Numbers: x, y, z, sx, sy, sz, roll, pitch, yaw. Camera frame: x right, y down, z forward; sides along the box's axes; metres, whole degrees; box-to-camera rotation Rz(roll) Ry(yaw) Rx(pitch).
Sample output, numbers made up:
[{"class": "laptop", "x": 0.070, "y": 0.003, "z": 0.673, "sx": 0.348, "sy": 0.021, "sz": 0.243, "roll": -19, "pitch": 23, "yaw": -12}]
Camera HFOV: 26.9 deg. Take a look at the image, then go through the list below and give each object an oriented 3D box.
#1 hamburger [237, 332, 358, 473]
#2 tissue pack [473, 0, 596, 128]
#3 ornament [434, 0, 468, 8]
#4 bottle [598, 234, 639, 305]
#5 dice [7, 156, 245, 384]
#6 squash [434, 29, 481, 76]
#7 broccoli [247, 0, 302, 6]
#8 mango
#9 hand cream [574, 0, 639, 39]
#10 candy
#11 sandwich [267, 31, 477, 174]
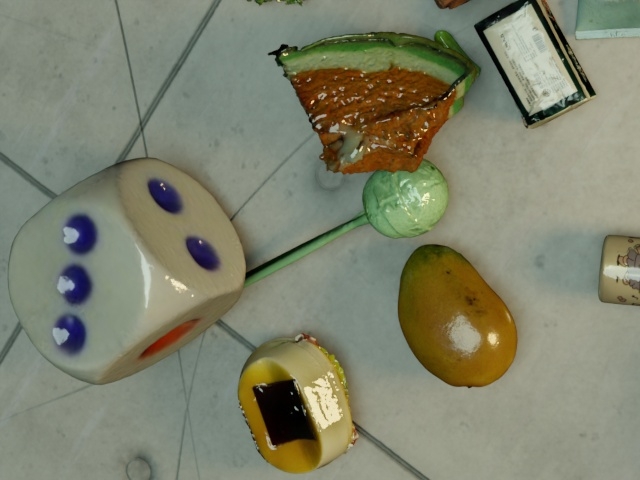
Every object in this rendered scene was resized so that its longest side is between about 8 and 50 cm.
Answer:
[{"class": "hamburger", "x": -0.036, "y": 0.251, "z": 2.044, "sx": 0.173, "sy": 0.116, "sz": 0.210, "roll": -21, "pitch": 95, "yaw": 27}, {"class": "tissue pack", "x": 0.302, "y": -0.251, "z": 1.880, "sx": 0.103, "sy": 0.090, "sz": 0.170, "roll": -27, "pitch": 87, "yaw": 18}, {"class": "ornament", "x": 0.191, "y": -0.452, "z": 1.831, "sx": 0.235, "sy": 0.221, "sz": 0.217, "roll": -31, "pitch": 91, "yaw": -8}, {"class": "bottle", "x": 0.496, "y": 0.054, "z": 1.861, "sx": 0.209, "sy": 0.097, "sz": 0.110, "roll": 6, "pitch": 137, "yaw": 16}, {"class": "dice", "x": -0.290, "y": 0.046, "z": 2.010, "sx": 0.259, "sy": 0.243, "sz": 0.251, "roll": -39, "pitch": 78, "yaw": 28}, {"class": "squash", "x": 0.198, "y": -0.269, "z": 1.943, "sx": 0.027, "sy": 0.027, "sz": 0.089, "roll": -42, "pitch": 88, "yaw": 18}, {"class": "broccoli", "x": -0.075, "y": -0.417, "z": 1.909, "sx": 0.194, "sy": 0.194, "sz": 0.219, "roll": -16, "pitch": 115, "yaw": 18}, {"class": "mango", "x": 0.190, "y": 0.114, "z": 1.950, "sx": 0.151, "sy": 0.120, "sz": 0.221, "roll": -42, "pitch": 77, "yaw": 14}, {"class": "hand cream", "x": 0.398, "y": -0.432, "z": 1.841, "sx": 0.111, "sy": 0.070, "sz": 0.312, "roll": -2, "pitch": 101, "yaw": 15}, {"class": "candy", "x": 0.000, "y": 0.000, "z": 2.016, "sx": 0.440, "sy": 0.119, "sz": 0.119, "roll": -27, "pitch": 89, "yaw": 27}, {"class": "sandwich", "x": 0.082, "y": -0.195, "z": 1.910, "sx": 0.292, "sy": 0.109, "sz": 0.212, "roll": -10, "pitch": 62, "yaw": 9}]
